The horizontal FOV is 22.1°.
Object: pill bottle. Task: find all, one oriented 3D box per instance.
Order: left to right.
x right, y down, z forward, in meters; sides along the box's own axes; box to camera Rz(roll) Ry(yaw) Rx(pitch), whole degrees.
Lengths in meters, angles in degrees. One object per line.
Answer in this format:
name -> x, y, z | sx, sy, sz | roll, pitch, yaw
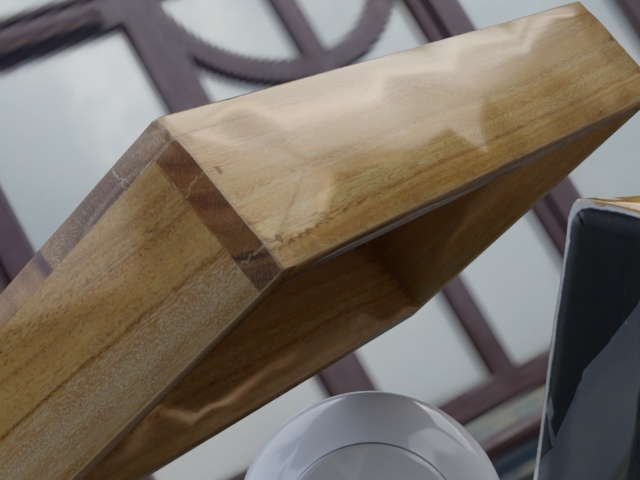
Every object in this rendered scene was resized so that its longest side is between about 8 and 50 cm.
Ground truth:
pill bottle -> 0.029, 0.157, 0.923 | 0.146, 0.146, 0.264 | -30, -6, -2

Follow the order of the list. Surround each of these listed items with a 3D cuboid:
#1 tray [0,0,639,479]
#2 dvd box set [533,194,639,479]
tray -> 0.000, 0.000, 0.744 | 0.203, 0.076, 0.411 | -44, -11, 29
dvd box set -> 0.238, 0.125, 0.765 | 0.062, 0.307, 0.420 | 15, 12, 41
